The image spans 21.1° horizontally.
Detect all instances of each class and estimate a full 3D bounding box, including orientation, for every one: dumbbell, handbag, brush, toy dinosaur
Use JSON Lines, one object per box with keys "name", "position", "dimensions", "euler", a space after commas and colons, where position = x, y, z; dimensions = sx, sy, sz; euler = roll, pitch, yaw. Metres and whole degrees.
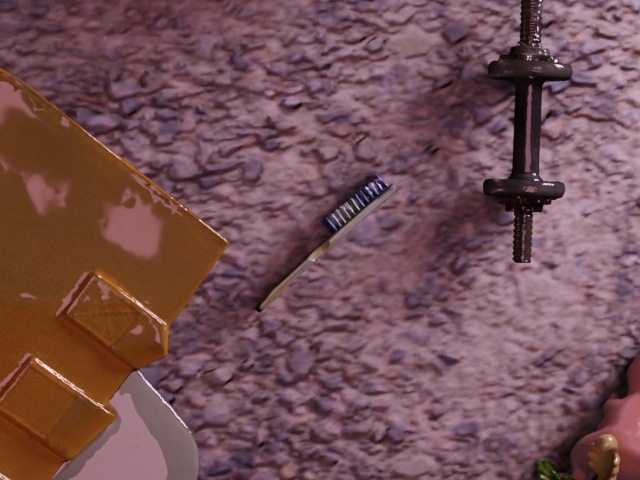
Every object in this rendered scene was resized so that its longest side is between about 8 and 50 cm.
{"name": "dumbbell", "position": [0.197, -0.105, 1.642], "dimensions": [0.081, 0.081, 0.254], "euler": [1, 92, -15]}
{"name": "handbag", "position": [-0.290, 0.084, 1.387], "dimensions": [0.283, 0.133, 0.401], "euler": [39, 81, -17]}
{"name": "brush", "position": [0.000, 0.001, 1.617], "dimensions": [0.178, 0.033, 0.030], "euler": [-42, 96, -10]}
{"name": "toy dinosaur", "position": [0.318, 0.201, 1.654], "dimensions": [0.152, 0.194, 0.177], "euler": [34, 105, -6]}

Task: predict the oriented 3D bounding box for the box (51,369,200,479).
{"name": "box", "position": [-0.359, 0.178, 1.487], "dimensions": [0.396, 0.111, 0.396], "euler": [-41, 101, -11]}
